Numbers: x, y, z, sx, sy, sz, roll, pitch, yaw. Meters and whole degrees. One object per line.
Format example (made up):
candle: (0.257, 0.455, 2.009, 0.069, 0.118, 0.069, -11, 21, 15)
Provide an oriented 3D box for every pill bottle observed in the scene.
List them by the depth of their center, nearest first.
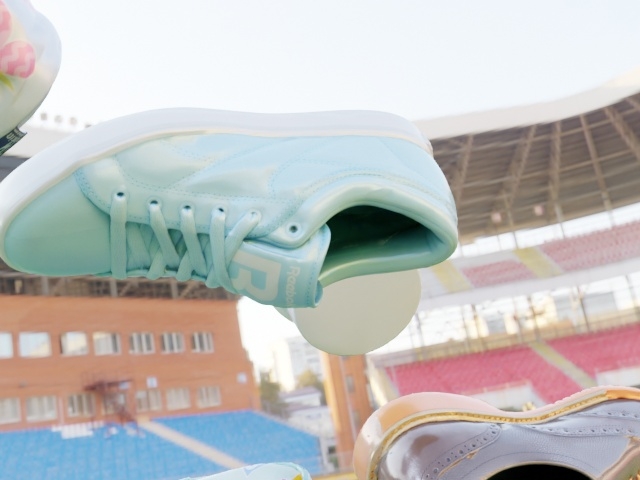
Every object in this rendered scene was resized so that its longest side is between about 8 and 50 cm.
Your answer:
pill bottle: (0.000, 0.000, 1.259, 0.210, 0.210, 0.363, -6, 25, -15)

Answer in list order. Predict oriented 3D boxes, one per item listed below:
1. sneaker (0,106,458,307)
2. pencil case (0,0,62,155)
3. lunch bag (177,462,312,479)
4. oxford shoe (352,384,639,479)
sneaker: (-0.062, -0.014, 0.677, 0.366, 0.150, 0.135, -11, -46, -14)
pencil case: (-0.263, -0.158, 0.463, 0.124, 0.113, 0.273, -32, -50, 7)
lunch bag: (-0.126, 0.315, 0.753, 0.279, 0.107, 0.224, -20, 24, 23)
oxford shoe: (0.213, 0.203, 0.723, 0.364, 0.129, 0.133, 2, 17, -22)
